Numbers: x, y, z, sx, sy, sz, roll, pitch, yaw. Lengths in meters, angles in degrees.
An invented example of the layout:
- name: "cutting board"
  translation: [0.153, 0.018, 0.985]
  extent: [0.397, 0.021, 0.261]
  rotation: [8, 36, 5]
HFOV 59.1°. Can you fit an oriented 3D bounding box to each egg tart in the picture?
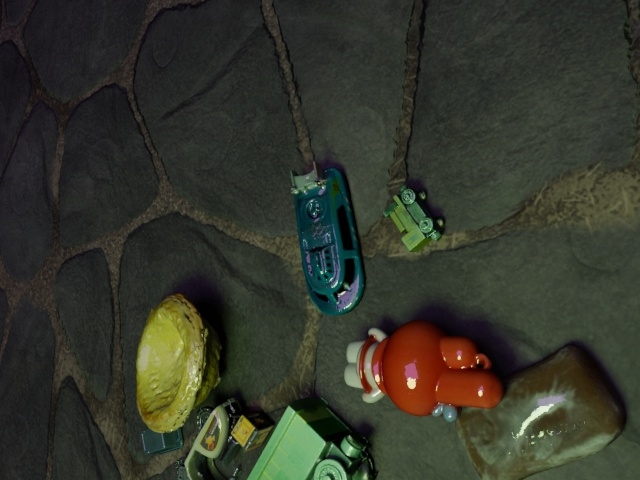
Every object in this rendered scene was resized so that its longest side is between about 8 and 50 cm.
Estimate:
- name: "egg tart"
  translation: [-0.313, 0.272, 1.263]
  extent: [0.315, 0.120, 0.314]
  rotation: [-20, 63, 46]

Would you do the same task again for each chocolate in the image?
- name: "chocolate"
  translation: [0.321, 0.279, 0.869]
  extent: [0.254, 0.080, 0.157]
  rotation: [-37, 65, 26]

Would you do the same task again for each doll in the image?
- name: "doll"
  translation: [0.168, 0.214, 0.949]
  extent: [0.290, 0.130, 0.161]
  rotation: [-7, 65, 40]

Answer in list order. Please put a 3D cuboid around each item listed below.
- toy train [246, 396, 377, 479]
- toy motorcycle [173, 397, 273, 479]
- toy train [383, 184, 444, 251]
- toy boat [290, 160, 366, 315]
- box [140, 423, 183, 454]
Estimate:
- name: "toy train"
  translation: [-0.031, 0.458, 1.066]
  extent: [0.202, 0.120, 0.300]
  rotation: [37, 104, 34]
- name: "toy motorcycle"
  translation: [-0.222, 0.460, 1.216]
  extent: [0.157, 0.091, 0.263]
  rotation: [36, 105, 29]
- name: "toy train"
  translation: [0.171, -0.040, 1.033]
  extent: [0.081, 0.050, 0.122]
  rotation: [-46, 63, 30]
- name: "toy boat"
  translation: [0.000, 0.000, 1.120]
  extent: [0.134, 0.092, 0.298]
  rotation: [-17, 74, 28]
- name: "box"
  translation: [-0.380, 0.469, 1.343]
  extent: [0.099, 0.054, 0.074]
  rotation: [-27, 68, 30]
